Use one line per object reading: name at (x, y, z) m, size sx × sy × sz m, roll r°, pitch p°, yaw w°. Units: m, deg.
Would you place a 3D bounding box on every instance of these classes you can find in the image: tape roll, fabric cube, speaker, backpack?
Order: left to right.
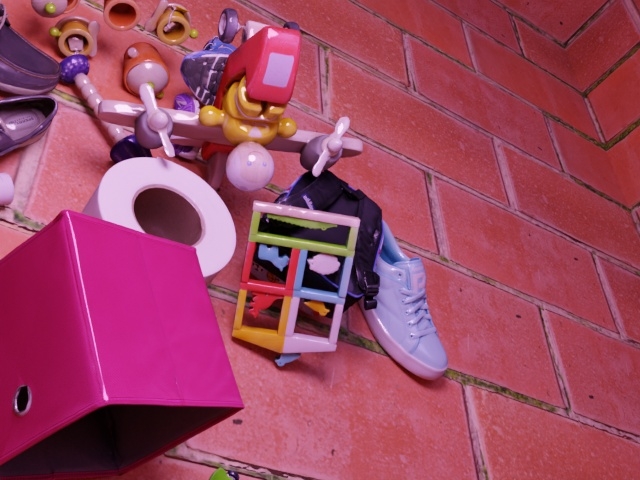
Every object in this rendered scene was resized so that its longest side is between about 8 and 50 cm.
speaker at (-0.561, -0.076, 1.239) m, size 0.136 × 0.055 × 0.055 m, roll -11°, pitch 63°, yaw -46°
fabric cube at (-0.302, 0.152, 1.043) m, size 0.259 × 0.254 × 0.258 m, roll 20°, pitch 45°, yaw -55°
tape roll at (-0.288, 0.006, 1.315) m, size 0.246 × 0.169 × 0.246 m, roll 24°, pitch 42°, yaw -23°
backpack at (0.000, 0.000, 1.545) m, size 0.276 × 0.213 × 0.263 m, roll 40°, pitch 49°, yaw -11°

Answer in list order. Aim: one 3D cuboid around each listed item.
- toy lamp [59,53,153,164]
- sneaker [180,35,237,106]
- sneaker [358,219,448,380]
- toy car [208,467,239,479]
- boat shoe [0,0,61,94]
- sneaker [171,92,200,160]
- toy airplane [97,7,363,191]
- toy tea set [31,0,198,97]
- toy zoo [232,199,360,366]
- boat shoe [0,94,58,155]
toy lamp at (-0.409, -0.236, 1.501) m, size 0.080 × 0.080 × 0.275 m, roll -22°, pitch 73°, yaw -50°
sneaker at (-0.230, -0.377, 1.748) m, size 0.147 × 0.130 × 0.330 m, roll 33°, pitch 16°, yaw 13°
sneaker at (0.170, 0.115, 1.640) m, size 0.135 × 0.150 × 0.366 m, roll -18°, pitch 69°, yaw -48°
toy car at (-0.087, 0.432, 1.199) m, size 0.225 × 0.053 × 0.239 m, roll 38°, pitch 38°, yaw -8°
boat shoe at (-0.620, -0.379, 1.379) m, size 0.355 × 0.130 × 0.132 m, roll 24°, pitch 33°, yaw -31°
sneaker at (-0.291, -0.245, 1.628) m, size 0.071 × 0.068 × 0.170 m, roll 10°, pitch 50°, yaw -28°
toy airplane at (-0.151, -0.196, 1.433) m, size 0.384 × 0.386 × 0.272 m, roll 49°, pitch 27°, yaw -57°
toy tea set at (-0.414, -0.402, 1.554) m, size 0.336 × 0.200 × 0.124 m, roll 12°, pitch 40°, yaw -35°
toy zoo at (-0.049, 0.087, 1.397) m, size 0.192 × 0.293 × 0.030 m, roll 10°, pitch 12°, yaw -6°
boat shoe at (-0.556, -0.182, 1.302) m, size 0.103 × 0.092 × 0.285 m, roll 55°, pitch 38°, yaw -4°
